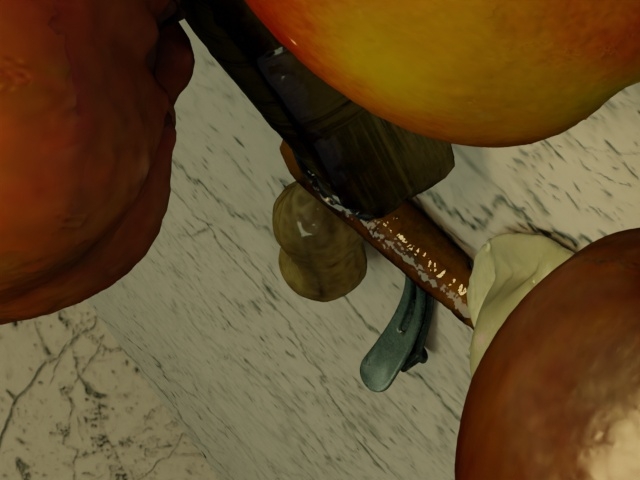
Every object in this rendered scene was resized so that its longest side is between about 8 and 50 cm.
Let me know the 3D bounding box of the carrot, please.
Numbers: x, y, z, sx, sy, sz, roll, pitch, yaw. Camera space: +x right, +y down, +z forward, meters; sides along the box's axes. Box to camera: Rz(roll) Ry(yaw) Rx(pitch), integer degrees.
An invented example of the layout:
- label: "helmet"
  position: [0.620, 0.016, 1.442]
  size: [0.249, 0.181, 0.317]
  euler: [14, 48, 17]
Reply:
- label: "carrot"
  position: [0.083, 0.002, 1.652]
  size: [0.314, 0.066, 0.066]
  euler: [45, 163, 12]

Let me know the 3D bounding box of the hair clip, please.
- label: "hair clip"
  position: [0.090, 0.070, 1.805]
  size: [0.048, 0.083, 0.275]
  euler: [52, 158, 24]

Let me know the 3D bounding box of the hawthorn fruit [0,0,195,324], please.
- label: "hawthorn fruit"
  position: [-0.312, -0.140, 1.250]
  size: [0.472, 0.472, 0.472]
  euler: [43, 163, 17]

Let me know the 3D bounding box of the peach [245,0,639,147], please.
- label: "peach"
  position: [0.054, -0.225, 0.926]
  size: [0.380, 0.242, 0.306]
  euler: [51, 168, -8]

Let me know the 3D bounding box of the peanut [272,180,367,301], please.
- label: "peanut"
  position: [0.000, 0.000, 1.804]
  size: [0.229, 0.098, 0.103]
  euler: [89, 178, -64]

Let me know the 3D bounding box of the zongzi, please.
- label: "zongzi"
  position: [-0.036, -0.171, 1.451]
  size: [0.300, 0.138, 0.286]
  euler: [31, 156, 55]

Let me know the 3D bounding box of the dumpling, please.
- label: "dumpling"
  position: [0.199, 0.081, 1.483]
  size: [0.252, 0.131, 0.179]
  euler: [-119, 23, -46]

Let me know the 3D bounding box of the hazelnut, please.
- label: "hazelnut"
  position: [0.261, 0.170, 1.147]
  size: [0.366, 0.366, 0.366]
  euler: [43, 163, 17]
